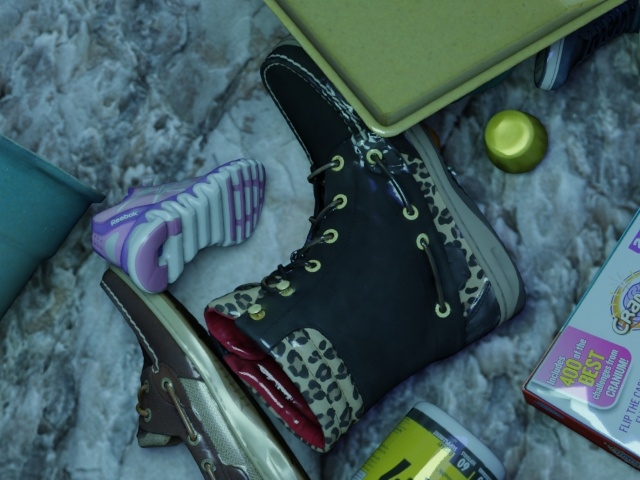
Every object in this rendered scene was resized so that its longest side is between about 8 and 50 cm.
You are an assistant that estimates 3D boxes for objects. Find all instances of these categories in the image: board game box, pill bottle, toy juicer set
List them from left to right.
[{"bbox_3d":[0.079,0.274,1.484,0.119,0.119,0.208,40,81,10],"label":"pill bottle"},{"bbox_3d":[0.121,-0.221,1.630,0.209,0.089,0.329,-11,82,14],"label":"toy juicer set"},{"bbox_3d":[0.403,0.141,1.505,0.317,0.064,0.242,32,79,20],"label":"board game box"}]

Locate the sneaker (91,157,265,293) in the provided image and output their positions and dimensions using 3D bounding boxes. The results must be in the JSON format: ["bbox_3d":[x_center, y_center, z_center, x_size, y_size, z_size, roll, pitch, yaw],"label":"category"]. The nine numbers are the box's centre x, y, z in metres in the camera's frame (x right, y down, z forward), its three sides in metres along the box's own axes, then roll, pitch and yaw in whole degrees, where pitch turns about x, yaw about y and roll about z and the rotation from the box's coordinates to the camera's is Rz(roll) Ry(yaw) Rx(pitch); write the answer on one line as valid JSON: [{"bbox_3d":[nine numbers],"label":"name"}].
[{"bbox_3d":[-0.149,-0.031,1.539,0.105,0.236,0.095,17,121,30],"label":"sneaker"}]

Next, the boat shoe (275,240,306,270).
[{"bbox_3d":[-0.028,0.044,1.583,0.038,0.046,0.125,41,72,15],"label":"boat shoe"}]

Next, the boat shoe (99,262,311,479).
[{"bbox_3d":[-0.140,0.170,1.517,0.123,0.123,0.342,-37,78,-1],"label":"boat shoe"}]

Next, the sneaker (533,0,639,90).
[{"bbox_3d":[0.328,-0.233,1.598,0.163,0.086,0.226,21,58,5],"label":"sneaker"}]

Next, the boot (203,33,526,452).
[{"bbox_3d":[0.000,0.000,1.496,0.284,0.138,0.377,-38,94,-24],"label":"boot"}]

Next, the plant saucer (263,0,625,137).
[{"bbox_3d":[0.091,-0.275,1.501,0.333,0.081,0.332,-31,69,-20],"label":"plant saucer"}]

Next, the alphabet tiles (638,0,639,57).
[{"bbox_3d":[0.467,-0.280,1.575,0.278,0.021,0.284,-8,108,-15],"label":"alphabet tiles"}]

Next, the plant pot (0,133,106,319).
[{"bbox_3d":[-0.442,0.015,1.471,0.341,0.341,0.334,28,86,8],"label":"plant pot"}]
